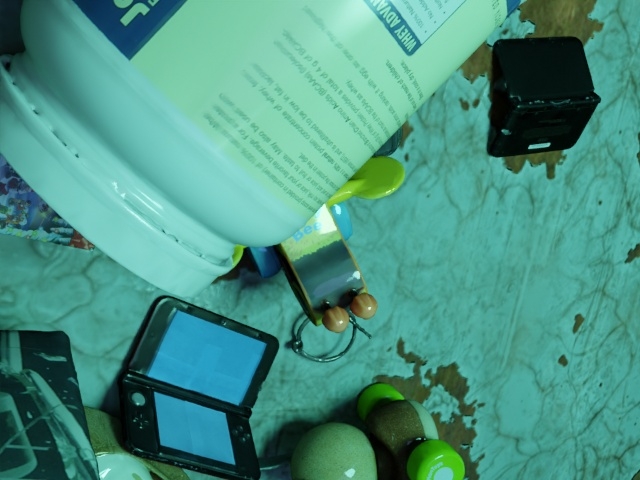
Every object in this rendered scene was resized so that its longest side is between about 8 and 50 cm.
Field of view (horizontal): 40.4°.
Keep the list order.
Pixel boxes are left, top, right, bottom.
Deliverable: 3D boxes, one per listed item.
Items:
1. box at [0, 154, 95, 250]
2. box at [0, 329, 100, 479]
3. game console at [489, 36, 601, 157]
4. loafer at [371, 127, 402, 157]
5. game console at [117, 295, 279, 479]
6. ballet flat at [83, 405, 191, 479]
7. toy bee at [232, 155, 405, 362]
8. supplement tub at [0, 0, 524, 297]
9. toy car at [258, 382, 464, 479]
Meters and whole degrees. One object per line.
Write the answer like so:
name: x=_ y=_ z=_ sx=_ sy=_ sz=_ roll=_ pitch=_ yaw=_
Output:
box: x=-0.211 y=-0.066 z=0.698 sx=0.093 sy=0.027 sz=0.137 roll=12 pitch=98 yaw=-34
box: x=-0.351 y=0.248 z=0.409 sx=0.479 sy=0.471 sz=0.298 roll=4 pitch=102 yaw=-22
game console: x=0.234 y=-0.155 z=0.943 sx=0.122 sy=0.071 sz=0.107 roll=-9 pitch=139 yaw=-27
loafer: x=0.023 y=-0.170 z=0.775 sx=0.078 sy=0.076 sz=0.223 roll=-25 pitch=120 yaw=-30
game console: x=-0.102 y=0.139 z=0.795 sx=0.144 sy=0.124 sz=0.085 roll=25 pitch=118 yaw=-33
ballet flat: x=-0.150 y=0.262 z=0.778 sx=0.116 sy=0.124 sz=0.342 roll=-46 pitch=122 yaw=-11
toy bee: x=0.000 y=0.000 z=0.754 sx=0.195 sy=0.162 sz=0.298 roll=-45 pitch=116 yaw=0
supplement tub: x=-0.041 y=-0.145 z=0.574 sx=0.325 sy=0.235 sz=0.235 roll=-45 pitch=123 yaw=4
toy car: x=0.022 y=0.238 z=0.864 sx=0.188 sy=0.155 sz=0.149 roll=-4 pitch=107 yaw=-19
